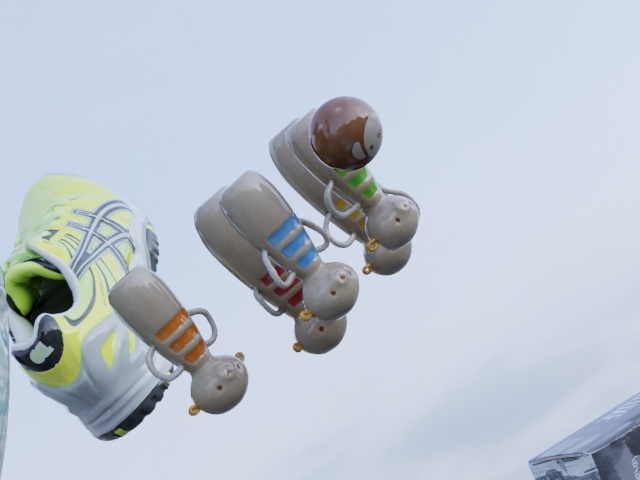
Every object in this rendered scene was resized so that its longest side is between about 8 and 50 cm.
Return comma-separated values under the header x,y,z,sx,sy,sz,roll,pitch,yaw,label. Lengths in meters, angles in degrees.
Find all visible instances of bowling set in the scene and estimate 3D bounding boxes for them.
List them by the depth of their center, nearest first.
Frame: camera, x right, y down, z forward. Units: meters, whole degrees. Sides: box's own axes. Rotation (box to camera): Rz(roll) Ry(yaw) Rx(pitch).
x,y,z,sx,sy,sz,roll,pitch,yaw,label
0.000,0.000,1.158,0.287,0.154,0.200,-46,8,-37,bowling set

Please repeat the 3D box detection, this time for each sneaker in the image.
x,y,z,sx,sy,sz,roll,pitch,yaw,label
-0.250,0.028,1.560,0.145,0.385,0.147,-42,-54,9,sneaker

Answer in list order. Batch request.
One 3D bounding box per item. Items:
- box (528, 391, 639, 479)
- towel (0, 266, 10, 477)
x,y,z,sx,sy,sz,roll,pitch,yaw,label
0.311,0.241,1.127,0.242,0.307,0.076,-24,2,-33,box
-0.310,0.080,1.096,0.090,0.320,0.374,-6,-33,7,towel
